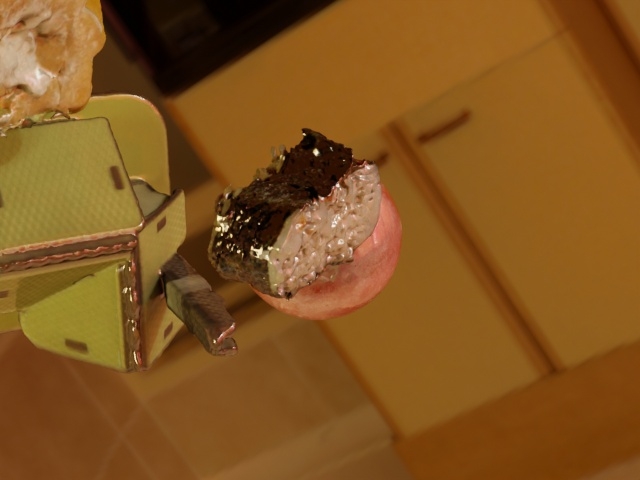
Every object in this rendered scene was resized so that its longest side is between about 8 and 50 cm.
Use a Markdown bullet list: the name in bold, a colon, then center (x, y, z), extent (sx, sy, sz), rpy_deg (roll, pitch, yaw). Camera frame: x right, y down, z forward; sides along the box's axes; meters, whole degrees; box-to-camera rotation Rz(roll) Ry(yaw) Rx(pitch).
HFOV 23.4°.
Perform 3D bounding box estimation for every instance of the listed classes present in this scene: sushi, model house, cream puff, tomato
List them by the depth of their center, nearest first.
- **cream puff**: center (-0.263, -0.172, 1.080), extent (0.195, 0.194, 0.221), rpy_deg (-24, 177, 34)
- **model house**: center (-0.185, 0.022, 1.183), extent (0.218, 0.204, 0.279), rpy_deg (-10, -156, -19)
- **sushi**: center (-0.029, -0.034, 1.679), extent (0.115, 0.147, 0.212), rpy_deg (25, -139, 28)
- **tomato**: center (0.000, 0.000, 2.439), extent (0.270, 0.270, 0.227), rpy_deg (-34, -157, 3)
